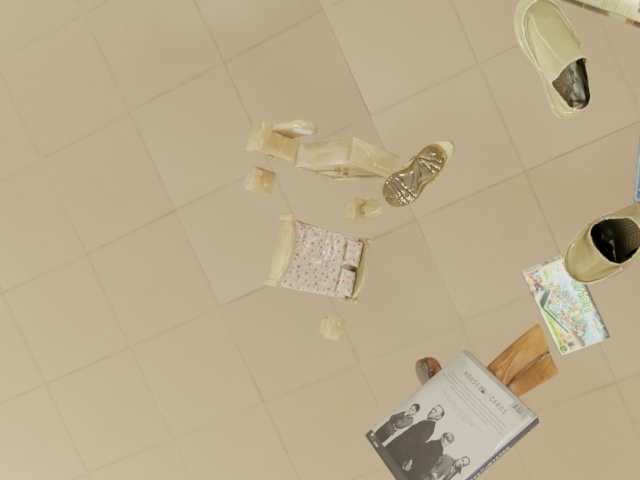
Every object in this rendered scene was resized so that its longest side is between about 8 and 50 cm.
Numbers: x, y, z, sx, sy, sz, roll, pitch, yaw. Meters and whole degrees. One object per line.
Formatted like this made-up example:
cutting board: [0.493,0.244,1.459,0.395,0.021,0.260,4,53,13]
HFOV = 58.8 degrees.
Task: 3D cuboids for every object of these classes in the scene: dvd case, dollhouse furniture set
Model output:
dvd case: [0.212,0.315,0.949,0.239,0.179,0.029,-39,129,-4]
dollhouse furniture set: [0.000,0.000,1.021,0.303,0.174,0.355,16,84,-37]

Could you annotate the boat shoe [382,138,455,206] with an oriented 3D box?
boat shoe: [0.134,-0.089,0.767,0.050,0.045,0.135,54,144,2]

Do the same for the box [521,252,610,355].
box: [0.544,0.140,1.263,0.114,0.036,0.207,-26,95,15]

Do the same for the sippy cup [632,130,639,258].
sippy cup: [0.516,-0.093,0.731,0.240,0.305,0.224,-4,90,-31]

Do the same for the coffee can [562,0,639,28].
coffee can: [0.625,-0.518,1.086,0.275,0.201,0.201,29,100,18]

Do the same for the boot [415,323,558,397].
boot: [0.360,0.273,1.199,0.280,0.096,0.264,-34,114,0]

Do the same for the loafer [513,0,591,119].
loafer: [0.475,-0.366,1.128,0.102,0.092,0.268,-32,106,3]

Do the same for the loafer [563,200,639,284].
loafer: [0.265,0.001,0.522,0.050,0.148,0.056,-15,67,-18]
